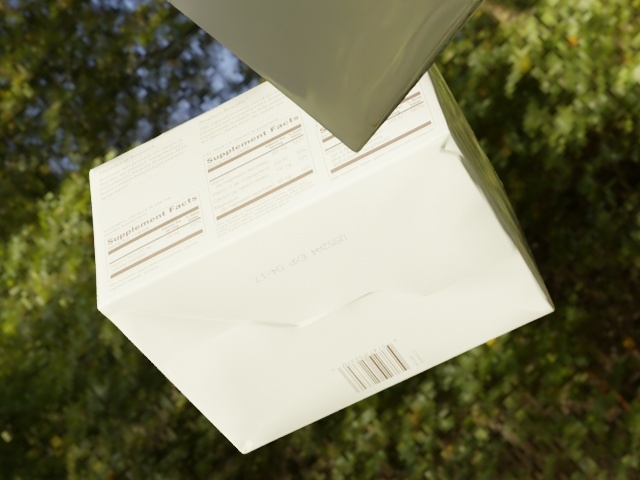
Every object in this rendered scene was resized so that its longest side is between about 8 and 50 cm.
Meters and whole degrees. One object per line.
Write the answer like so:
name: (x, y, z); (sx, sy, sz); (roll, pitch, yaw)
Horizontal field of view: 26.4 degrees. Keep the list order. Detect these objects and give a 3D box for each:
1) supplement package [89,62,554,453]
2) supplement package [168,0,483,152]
supplement package: (0.000, 0.000, 0.986); (0.261, 0.145, 0.204); (-26, -47, 12)
supplement package: (0.026, -0.157, 0.698); (0.139, 0.134, 0.244); (-51, 1, 17)
